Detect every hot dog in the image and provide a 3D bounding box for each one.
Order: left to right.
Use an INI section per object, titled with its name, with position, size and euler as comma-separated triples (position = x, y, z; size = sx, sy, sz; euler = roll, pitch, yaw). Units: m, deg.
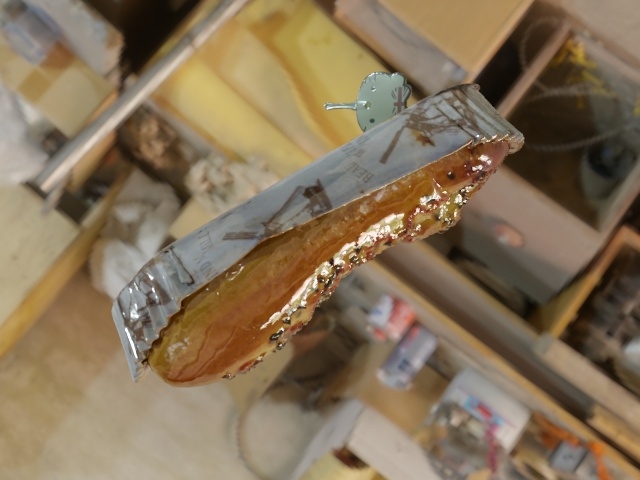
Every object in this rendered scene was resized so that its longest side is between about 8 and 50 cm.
[hot dog]
position = 0.000, 0.000, 0.520
size = 0.059, 0.191, 0.108
euler = 56, 173, 3

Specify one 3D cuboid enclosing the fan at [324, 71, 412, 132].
[fan]
position = 0.040, -0.116, 1.070
size = 0.083, 0.056, 0.004
euler = 4, -178, 29
